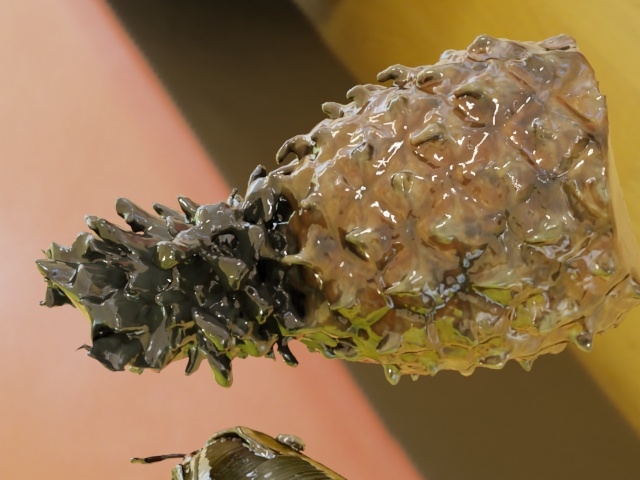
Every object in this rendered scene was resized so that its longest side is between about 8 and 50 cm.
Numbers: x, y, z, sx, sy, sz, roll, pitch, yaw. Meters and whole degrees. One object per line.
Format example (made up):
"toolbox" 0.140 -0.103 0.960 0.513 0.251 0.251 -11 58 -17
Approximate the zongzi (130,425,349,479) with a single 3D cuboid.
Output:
"zongzi" -0.045 0.162 0.728 0.184 0.084 0.187 -46 29 -13

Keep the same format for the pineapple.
"pineapple" 0.000 0.000 0.841 0.158 0.279 0.157 -13 -90 -88
